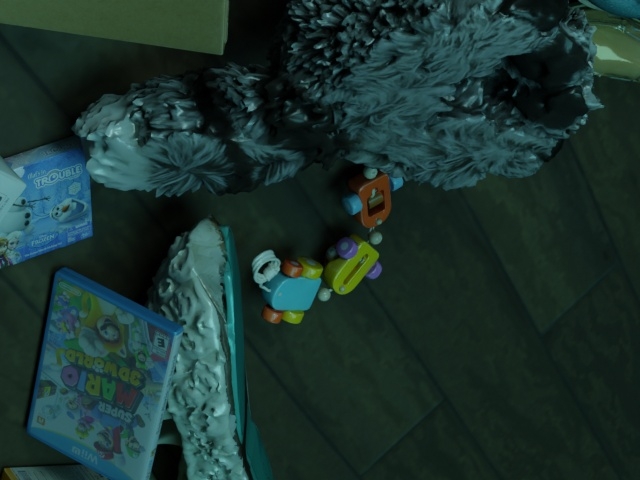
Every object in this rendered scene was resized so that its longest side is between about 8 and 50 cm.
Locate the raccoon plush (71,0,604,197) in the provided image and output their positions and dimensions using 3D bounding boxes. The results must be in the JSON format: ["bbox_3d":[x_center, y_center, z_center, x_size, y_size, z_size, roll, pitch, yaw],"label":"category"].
[{"bbox_3d":[0.029,-0.217,1.376,0.446,0.299,0.216,-2,145,-4],"label":"raccoon plush"}]

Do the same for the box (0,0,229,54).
[{"bbox_3d":[-0.158,-0.201,1.182,0.201,0.021,0.164,8,138,1],"label":"box"}]

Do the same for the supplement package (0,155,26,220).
[{"bbox_3d":[-0.342,-0.056,1.167,0.139,0.134,0.244,-53,139,7],"label":"supplement package"}]

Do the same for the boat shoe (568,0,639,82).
[{"bbox_3d":[0.282,-0.177,1.661,0.190,0.072,0.068,1,121,-41],"label":"boat shoe"}]

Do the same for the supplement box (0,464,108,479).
[{"bbox_3d":[-0.239,0.232,1.568,0.098,0.036,0.062,4,118,-43],"label":"supplement box"}]

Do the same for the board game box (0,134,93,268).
[{"bbox_3d":[-0.221,-0.029,1.384,0.090,0.020,0.090,-22,133,-28],"label":"board game box"}]

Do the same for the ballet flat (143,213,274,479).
[{"bbox_3d":[-0.115,0.157,1.553,0.147,0.147,0.409,-28,136,-21],"label":"ballet flat"}]

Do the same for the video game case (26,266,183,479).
[{"bbox_3d":[-0.179,0.116,1.467,0.015,0.119,0.166,-38,149,-55],"label":"video game case"}]

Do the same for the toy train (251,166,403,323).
[{"bbox_3d":[0.000,0.000,1.584,0.166,0.046,0.125,-33,137,-20],"label":"toy train"}]

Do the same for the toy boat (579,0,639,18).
[{"bbox_3d":[0.369,-0.289,1.568,0.318,0.148,0.267,3,132,-47],"label":"toy boat"}]
